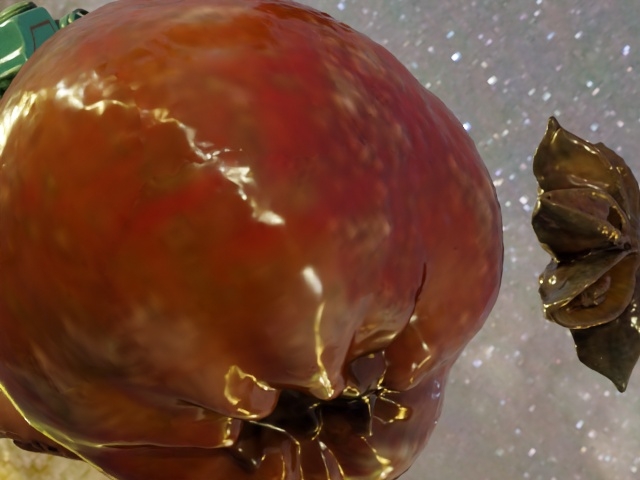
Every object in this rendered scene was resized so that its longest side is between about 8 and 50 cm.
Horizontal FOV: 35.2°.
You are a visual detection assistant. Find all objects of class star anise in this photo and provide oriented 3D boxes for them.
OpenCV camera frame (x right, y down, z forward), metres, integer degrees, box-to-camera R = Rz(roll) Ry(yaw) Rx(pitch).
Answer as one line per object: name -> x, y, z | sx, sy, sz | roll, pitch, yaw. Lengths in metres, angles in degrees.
star anise -> 0.317, 0.019, 1.141 | 0.108, 0.315, 0.315 | -10, -55, 27

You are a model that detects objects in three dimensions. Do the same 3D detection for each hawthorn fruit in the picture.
hawthorn fruit -> -0.048, 0.009, 0.509 | 0.284, 0.284, 0.284 | 35, -28, 22

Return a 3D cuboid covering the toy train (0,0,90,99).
toy train -> -0.216, -0.094, 0.827 | 0.112, 0.163, 0.203 | -26, -75, 17

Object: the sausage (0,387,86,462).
sausage -> -0.223, 0.179, 0.959 | 0.304, 0.078, 0.078 | 17, -32, 8
